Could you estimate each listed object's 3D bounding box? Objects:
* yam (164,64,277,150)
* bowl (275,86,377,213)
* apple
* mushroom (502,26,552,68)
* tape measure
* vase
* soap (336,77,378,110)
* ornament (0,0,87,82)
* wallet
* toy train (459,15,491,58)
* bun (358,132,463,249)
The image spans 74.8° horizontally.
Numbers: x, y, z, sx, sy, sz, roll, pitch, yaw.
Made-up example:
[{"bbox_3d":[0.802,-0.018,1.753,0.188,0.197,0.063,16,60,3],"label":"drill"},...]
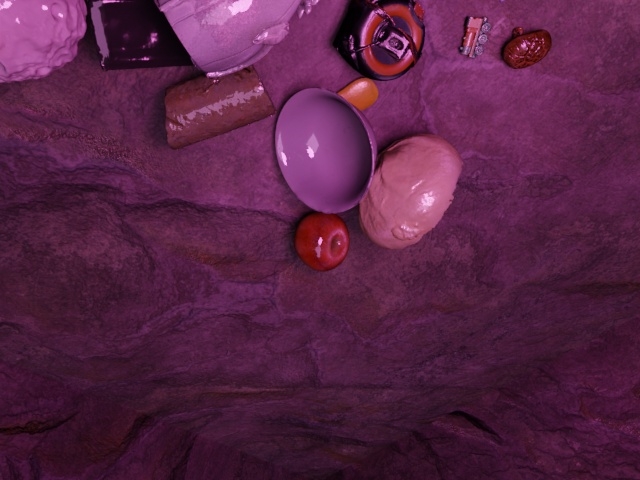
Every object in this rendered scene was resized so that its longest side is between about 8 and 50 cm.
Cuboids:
[{"bbox_3d":[-0.278,-0.357,1.102,0.305,0.168,0.168,-17,127,5],"label":"yam"},{"bbox_3d":[0.044,-0.261,1.185,0.157,0.346,0.345,-29,143,-44],"label":"bowl"},{"bbox_3d":[0.000,0.000,1.389,0.162,0.201,0.201,10,143,43],"label":"apple"},{"bbox_3d":[0.560,-0.519,1.136,0.126,0.084,0.109,-18,128,12],"label":"mushroom"},{"bbox_3d":[0.155,-0.513,1.056,0.223,0.135,0.202,17,114,-25],"label":"tape measure"},{"bbox_3d":[-0.123,-0.565,0.913,0.446,0.250,0.250,-30,125,6],"label":"vase"},{"bbox_3d":[0.084,-0.397,1.198,0.169,0.033,0.089,-28,125,15],"label":"soap"},{"bbox_3d":[-0.652,-0.500,0.842,0.338,0.337,0.336,-4,127,-5],"label":"ornament"},{"bbox_3d":[-0.402,-0.560,0.946,0.247,0.041,0.322,-17,126,-27],"label":"wallet"},{"bbox_3d":[0.412,-0.545,1.125,0.064,0.044,0.103,3,124,-6],"label":"toy train"},{"bbox_3d":[0.228,-0.158,1.222,0.202,0.364,0.364,29,119,-13],"label":"bun"}]
